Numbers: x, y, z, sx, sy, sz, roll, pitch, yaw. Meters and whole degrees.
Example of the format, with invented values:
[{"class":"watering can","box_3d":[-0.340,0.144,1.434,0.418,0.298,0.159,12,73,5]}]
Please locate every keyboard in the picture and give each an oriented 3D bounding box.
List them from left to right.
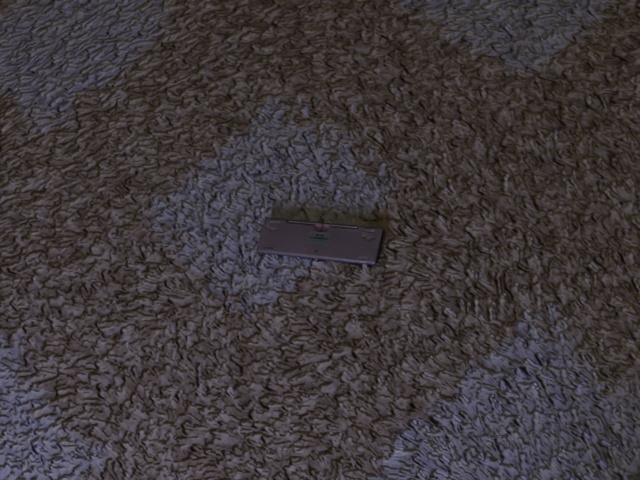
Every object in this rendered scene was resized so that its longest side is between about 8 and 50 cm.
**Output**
[{"class":"keyboard","box_3d":[0.000,0.000,1.548,0.165,0.017,0.055,6,68,19]}]
